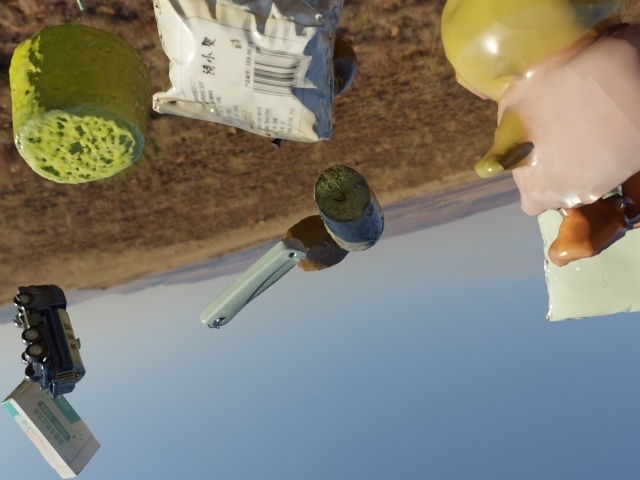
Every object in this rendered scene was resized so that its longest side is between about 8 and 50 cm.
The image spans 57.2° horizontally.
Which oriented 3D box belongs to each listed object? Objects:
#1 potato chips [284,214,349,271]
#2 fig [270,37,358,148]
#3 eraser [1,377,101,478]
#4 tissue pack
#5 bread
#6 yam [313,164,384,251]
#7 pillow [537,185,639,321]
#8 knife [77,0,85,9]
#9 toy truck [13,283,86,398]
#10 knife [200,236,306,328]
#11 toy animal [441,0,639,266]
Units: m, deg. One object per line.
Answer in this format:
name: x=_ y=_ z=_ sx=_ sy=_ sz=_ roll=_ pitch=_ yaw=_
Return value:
potato chips: x=0.000 y=0.000 z=1.574 sx=0.202 sy=0.150 sz=0.049 roll=-15 pitch=167 yaw=-10
fig: x=-0.046 y=-0.379 z=1.421 sx=0.290 sy=0.190 sz=0.191 roll=-43 pitch=-173 yaw=-13
eraser: x=-0.578 y=0.397 z=1.269 sx=0.052 sy=0.225 sz=0.095 roll=-19 pitch=-160 yaw=25
tissue pack: x=-0.145 y=-0.346 z=1.155 sx=0.390 sy=0.195 sz=0.375 roll=11 pitch=145 yaw=-4
bread: x=-0.598 y=-0.333 z=1.479 sx=0.348 sy=0.307 sz=0.348 roll=-11 pitch=144 yaw=-8
yam: x=0.073 y=-0.065 z=1.376 sx=0.154 sy=0.153 sz=0.254 roll=-14 pitch=161 yaw=7
pillow: x=0.536 y=0.003 z=1.018 sx=0.313 sy=0.310 sz=0.119 roll=-9 pitch=-158 yaw=20
knife: x=-0.580 y=-0.628 z=1.334 sx=0.015 sy=0.212 sz=0.054 roll=-20 pitch=-138 yaw=-13
toy truck: x=-0.448 y=0.160 z=0.970 sx=0.088 sy=0.201 sz=0.074 roll=-8 pitch=139 yaw=-33
knife: x=-0.079 y=0.053 z=0.708 sx=0.162 sy=0.023 sz=0.044 roll=-41 pitch=140 yaw=20
toy animal: x=0.190 y=-0.133 z=0.471 sx=0.195 sy=0.281 sz=0.169 roll=-21 pitch=163 yaw=-18
